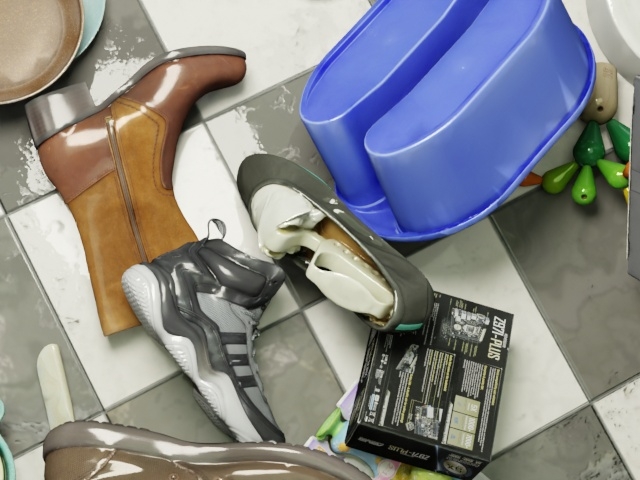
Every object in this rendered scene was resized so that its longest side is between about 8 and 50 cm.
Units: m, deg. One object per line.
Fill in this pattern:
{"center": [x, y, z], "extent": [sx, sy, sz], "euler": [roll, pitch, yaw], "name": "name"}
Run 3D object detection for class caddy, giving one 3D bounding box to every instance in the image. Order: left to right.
{"center": [0.145, -0.153, 1.268], "extent": [0.341, 0.179, 0.241], "euler": [-48, 46, -11], "name": "caddy"}

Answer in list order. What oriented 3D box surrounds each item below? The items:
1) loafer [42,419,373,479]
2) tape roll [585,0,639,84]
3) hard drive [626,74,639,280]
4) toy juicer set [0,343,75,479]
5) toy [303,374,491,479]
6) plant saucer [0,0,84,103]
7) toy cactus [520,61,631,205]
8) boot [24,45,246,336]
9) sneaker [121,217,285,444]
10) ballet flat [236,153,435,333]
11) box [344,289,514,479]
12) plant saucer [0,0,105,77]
{"center": [-0.112, 0.283, 1.188], "extent": [0.366, 0.134, 0.130], "euler": [7, 59, 0], "name": "loafer"}
{"center": [0.464, -0.306, 1.369], "extent": [0.286, 0.100, 0.286], "euler": [0, 88, 1], "name": "tape roll"}
{"center": [0.502, -0.091, 1.294], "extent": [0.339, 0.064, 0.236], "euler": [-12, 112, -19], "name": "hard drive"}
{"center": [-0.365, 0.280, 1.206], "extent": [0.329, 0.089, 0.209], "euler": [-34, 85, -11], "name": "toy juicer set"}
{"center": [0.097, 0.274, 1.271], "extent": [0.237, 0.056, 0.137], "euler": [39, 80, 2], "name": "toy"}
{"center": [-0.363, -0.243, 1.289], "extent": [0.199, 0.036, 0.198], "euler": [1, 79, -5], "name": "plant saucer"}
{"center": [0.317, -0.130, 1.352], "extent": [0.219, 0.112, 0.180], "euler": [13, 69, 5], "name": "toy cactus"}
{"center": [-0.163, -0.061, 1.289], "extent": [0.264, 0.096, 0.280], "euler": [-22, 89, -22], "name": "boot"}
{"center": [-0.084, 0.106, 1.246], "extent": [0.153, 0.101, 0.268], "euler": [-37, 102, -15], "name": "sneaker"}
{"center": [0.000, 0.000, 1.222], "extent": [0.280, 0.096, 0.095], "euler": [37, 121, 19], "name": "ballet flat"}
{"center": [0.120, 0.151, 1.259], "extent": [0.147, 0.077, 0.180], "euler": [16, 60, -3], "name": "box"}
{"center": [-0.346, -0.276, 1.334], "extent": [0.195, 0.037, 0.195], "euler": [1, 81, -6], "name": "plant saucer"}
